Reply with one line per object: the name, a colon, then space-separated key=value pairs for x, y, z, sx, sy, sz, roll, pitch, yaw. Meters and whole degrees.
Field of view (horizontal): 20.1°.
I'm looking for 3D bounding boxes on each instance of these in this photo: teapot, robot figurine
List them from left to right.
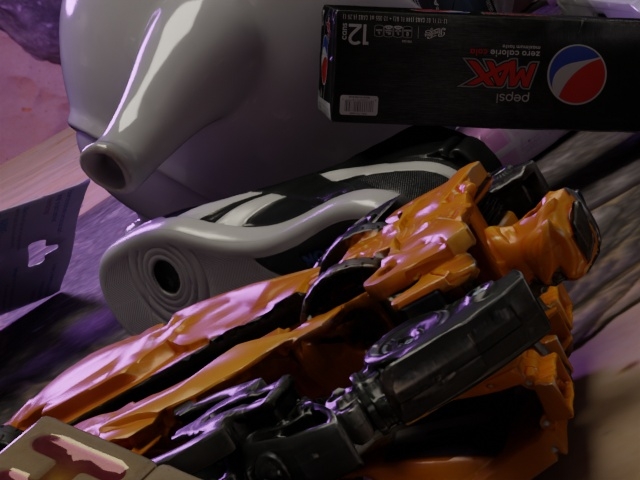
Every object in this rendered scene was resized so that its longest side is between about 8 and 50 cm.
robot figurine: x=-0.033 y=0.069 z=0.601 sx=0.291 sy=0.085 sz=0.211 roll=-28 pitch=11 yaw=15
teapot: x=-0.051 y=-0.073 z=1.025 sx=0.252 sy=0.256 sz=0.187 roll=27 pitch=88 yaw=54

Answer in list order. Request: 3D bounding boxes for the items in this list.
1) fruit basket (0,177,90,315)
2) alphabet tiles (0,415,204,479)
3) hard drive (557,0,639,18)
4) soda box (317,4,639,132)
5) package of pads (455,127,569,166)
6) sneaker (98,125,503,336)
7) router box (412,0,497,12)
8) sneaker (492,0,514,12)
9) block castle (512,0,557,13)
fruit basket: x=-0.336 y=0.046 z=1.213 sx=0.353 sy=0.165 sz=0.327 roll=-25 pitch=-8 yaw=-16
alphabet tiles: x=-0.085 y=0.121 z=0.395 sx=0.198 sy=0.009 sz=0.237 roll=19 pitch=36 yaw=24
hard drive: x=0.306 y=-0.207 z=1.101 sx=0.308 sy=0.040 sz=0.203 roll=-30 pitch=11 yaw=0
soda box: x=0.085 y=-0.081 z=0.855 sx=0.169 sy=0.053 sz=0.060 roll=2 pitch=9 yaw=-6
package of pads: x=0.106 y=-0.061 z=0.973 sx=0.083 sy=0.032 sz=0.050 roll=-35 pitch=14 yaw=-23
sneaker: x=0.000 y=0.000 z=0.883 sx=0.217 sy=0.079 sz=0.121 roll=-9 pitch=19 yaw=43
router box: x=0.081 y=-0.149 z=1.197 sx=0.038 sy=0.122 sz=0.092 roll=-16 pitch=17 yaw=33
sneaker: x=0.009 y=-0.134 z=1.391 sx=0.282 sy=0.102 sz=0.161 roll=-32 pitch=8 yaw=-13
block castle: x=0.203 y=-0.336 z=1.497 sx=0.303 sy=0.212 sz=0.453 roll=-37 pitch=13 yaw=-34
